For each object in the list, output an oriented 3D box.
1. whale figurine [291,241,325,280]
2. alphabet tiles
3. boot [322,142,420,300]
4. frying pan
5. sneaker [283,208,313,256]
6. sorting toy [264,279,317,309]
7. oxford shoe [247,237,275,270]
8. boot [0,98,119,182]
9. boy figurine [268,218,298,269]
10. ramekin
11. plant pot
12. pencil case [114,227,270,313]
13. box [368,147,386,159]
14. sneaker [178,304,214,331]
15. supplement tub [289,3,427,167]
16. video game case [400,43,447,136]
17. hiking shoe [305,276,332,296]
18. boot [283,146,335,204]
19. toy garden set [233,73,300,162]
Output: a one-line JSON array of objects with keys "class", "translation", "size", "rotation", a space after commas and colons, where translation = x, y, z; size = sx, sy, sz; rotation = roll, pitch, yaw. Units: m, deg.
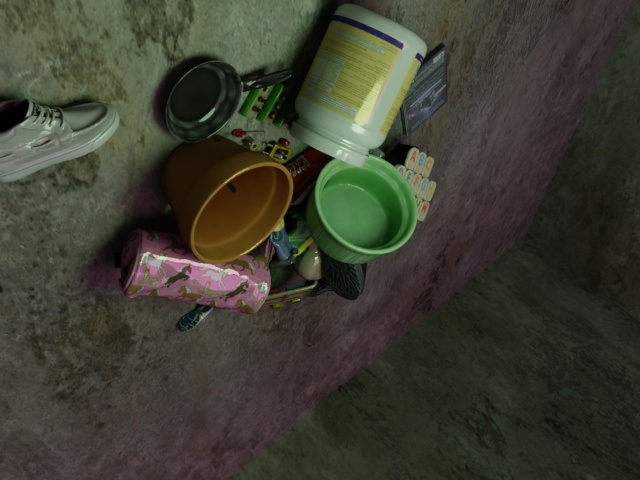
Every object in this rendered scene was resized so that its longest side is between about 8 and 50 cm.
[{"class": "whale figurine", "translation": [0.000, 0.000, 2.051], "size": [0.272, 0.141, 0.216], "rotation": [-58, 156, 9]}, {"class": "alphabet tiles", "translation": [0.287, -0.147, 1.961], "size": [0.284, 0.021, 0.277], "rotation": [13, 96, -55]}, {"class": "boot", "translation": [0.187, -0.062, 2.022], "size": [0.445, 0.146, 0.366], "rotation": [-47, 148, -32]}, {"class": "frying pan", "translation": [-0.211, -0.347, 1.352], "size": [0.326, 0.053, 0.197], "rotation": [-43, 153, -12]}, {"class": "sneaker", "translation": [-0.054, -0.057, 1.902], "size": [0.295, 0.110, 0.123], "rotation": [-47, 122, -37]}, {"class": "sorting toy", "translation": [-0.136, 0.197, 2.142], "size": [0.229, 0.041, 0.307], "rotation": [-17, 170, -11]}, {"class": "oxford shoe", "translation": [-0.239, 0.078, 1.826], "size": [0.130, 0.123, 0.348], "rotation": [-2, 127, -45]}, {"class": "boot", "translation": [-0.487, -0.203, 1.093], "size": [0.258, 0.095, 0.123], "rotation": [-34, 158, -22]}, {"class": "boy figurine", "translation": [-0.145, -0.064, 1.642], "size": [0.092, 0.177, 0.285], "rotation": [-18, 112, 13]}, {"class": "ramekin", "translation": [0.104, -0.080, 1.728], "size": [0.304, 0.303, 0.148], "rotation": [-31, 172, -28]}, {"class": "plant pot", "translation": [-0.240, -0.118, 1.456], "size": [0.291, 0.203, 0.290], "rotation": [-36, 152, -22]}, {"class": "pencil case", "translation": [-0.310, 0.084, 1.547], "size": [0.386, 0.160, 0.167], "rotation": [14, 146, -35]}, {"class": "box", "translation": [0.159, -0.166, 2.140], "size": [0.232, 0.058, 0.322], "rotation": [-46, 152, -2]}, {"class": "sneaker", "translation": [-0.381, 0.242, 1.919], "size": [0.135, 0.052, 0.058], "rotation": [-39, 157, -13]}, {"class": "supplement tub", "translation": [0.083, -0.368, 1.490], "size": [0.241, 0.241, 0.331], "rotation": [7, 112, -58]}, {"class": "video game case", "translation": [0.335, -0.481, 1.996], "size": [0.196, 0.026, 0.274], "rotation": [-42, 154, -9]}, {"class": "hiking shoe", "translation": [0.030, 0.168, 2.376], "size": [0.227, 0.086, 0.114], "rotation": [-31, 146, -30]}, {"class": "boot", "translation": [-0.063, -0.209, 1.727], "size": [0.244, 0.088, 0.176], "rotation": [-50, 152, 15]}, {"class": "toy garden set", "translation": [-0.114, -0.293, 1.570], "size": [0.244, 0.049, 0.203], "rotation": [4, 124, -57]}]
